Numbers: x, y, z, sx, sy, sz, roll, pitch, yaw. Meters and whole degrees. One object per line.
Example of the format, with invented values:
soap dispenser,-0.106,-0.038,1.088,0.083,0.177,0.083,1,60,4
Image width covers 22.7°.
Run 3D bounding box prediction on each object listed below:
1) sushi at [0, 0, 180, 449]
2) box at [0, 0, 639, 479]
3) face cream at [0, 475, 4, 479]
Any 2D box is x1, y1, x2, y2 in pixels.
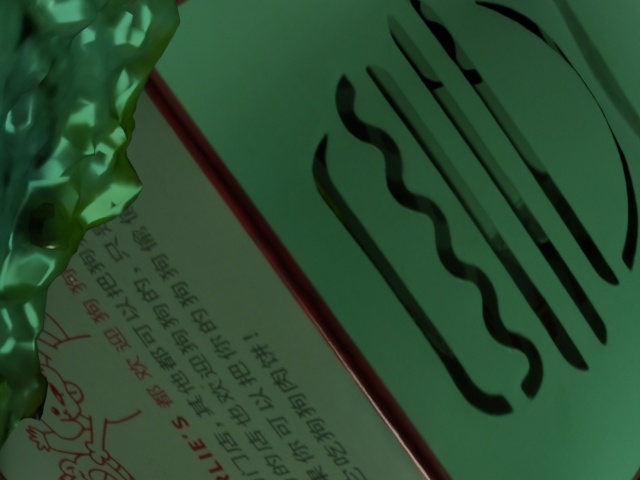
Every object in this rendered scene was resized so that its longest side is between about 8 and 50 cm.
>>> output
sushi,-0.243,0.005,0.439,0.397,0.240,0.351,-63,161,-9
box,0.000,0.000,0.801,0.312,0.314,0.300,-24,-165,48
face cream,-0.129,0.150,1.039,0.175,0.175,0.195,-29,142,-60
